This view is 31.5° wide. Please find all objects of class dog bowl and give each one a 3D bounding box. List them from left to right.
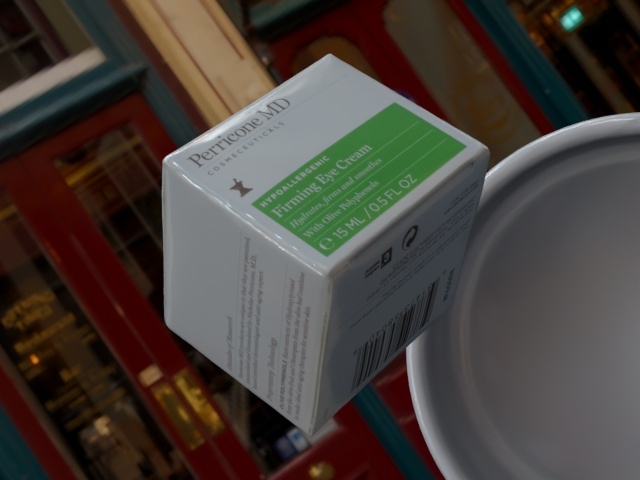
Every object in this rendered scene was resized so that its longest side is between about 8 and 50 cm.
[{"bbox_3d":[0.189,0.061,0.659,0.265,0.265,0.104,-37,-8,13],"label":"dog bowl"}]

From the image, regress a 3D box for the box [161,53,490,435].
[{"bbox_3d":[0.000,0.000,0.464,0.101,0.087,0.102,-38,-30,-34],"label":"box"}]
